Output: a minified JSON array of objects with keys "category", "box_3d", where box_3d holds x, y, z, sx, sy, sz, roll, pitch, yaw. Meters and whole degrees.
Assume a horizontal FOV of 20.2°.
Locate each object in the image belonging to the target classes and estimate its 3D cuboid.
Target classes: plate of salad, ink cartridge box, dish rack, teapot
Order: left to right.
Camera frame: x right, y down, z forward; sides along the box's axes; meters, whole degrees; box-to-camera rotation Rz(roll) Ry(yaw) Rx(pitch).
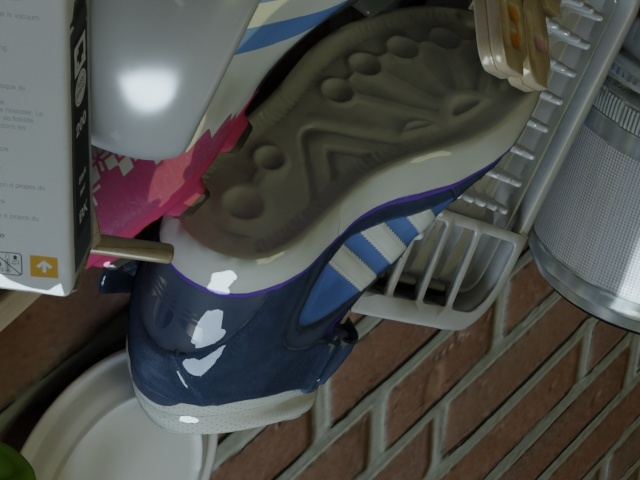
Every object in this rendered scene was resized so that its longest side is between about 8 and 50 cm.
[{"category":"ink cartridge box","box_3d":[-0.196,-0.076,0.717,0.045,0.206,0.208,-81,178,-48]},{"category":"teapot","box_3d":[-0.098,-0.176,0.810,0.252,0.187,0.256,-59,-173,42]},{"category":"plate of salad","box_3d":[-0.144,0.159,1.193,0.200,0.048,0.200,-29,129,-42]},{"category":"dish rack","box_3d":[0.115,-0.100,1.352,0.285,0.072,0.333,14,104,-61]}]

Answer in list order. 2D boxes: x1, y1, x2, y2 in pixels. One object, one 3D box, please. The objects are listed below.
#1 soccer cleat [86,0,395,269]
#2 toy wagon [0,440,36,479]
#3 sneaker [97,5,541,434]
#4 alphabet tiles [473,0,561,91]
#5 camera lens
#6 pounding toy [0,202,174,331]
[{"category":"soccer cleat","box_3d":[-0.074,-0.129,0.989,0.331,0.116,0.143,-46,117,-6]},{"category":"toy wagon","box_3d":[-0.253,0.227,1.019,0.344,0.068,0.267,-7,130,-56]},{"category":"sneaker","box_3d":[0.000,0.000,1.172,0.323,0.130,0.236,-36,157,-36]},{"category":"alphabet tiles","box_3d":[0.104,-0.235,1.079,0.278,0.021,0.284,3,81,-71]},{"category":"camera lens","box_3d":[0.313,-0.067,1.558,0.219,0.219,0.274,-24,136,-49]},{"category":"pounding toy","box_3d":[-0.170,-0.009,0.891,0.141,0.130,0.100,-44,149,-28]}]
